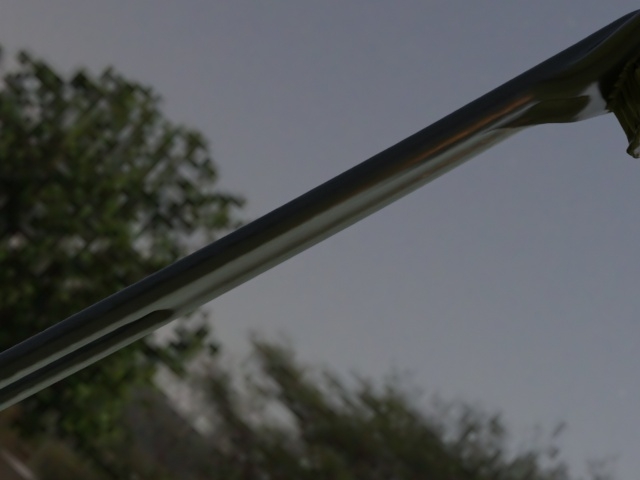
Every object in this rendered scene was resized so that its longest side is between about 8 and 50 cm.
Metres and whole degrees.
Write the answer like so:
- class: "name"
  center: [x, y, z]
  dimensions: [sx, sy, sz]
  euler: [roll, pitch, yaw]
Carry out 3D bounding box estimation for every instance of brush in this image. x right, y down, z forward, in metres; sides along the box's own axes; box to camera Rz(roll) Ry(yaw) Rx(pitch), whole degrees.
- class: "brush"
  center: [0.000, 0.000, 0.482]
  dimensions: [0.027, 0.266, 0.062]
  euler: [60, -9, 16]
